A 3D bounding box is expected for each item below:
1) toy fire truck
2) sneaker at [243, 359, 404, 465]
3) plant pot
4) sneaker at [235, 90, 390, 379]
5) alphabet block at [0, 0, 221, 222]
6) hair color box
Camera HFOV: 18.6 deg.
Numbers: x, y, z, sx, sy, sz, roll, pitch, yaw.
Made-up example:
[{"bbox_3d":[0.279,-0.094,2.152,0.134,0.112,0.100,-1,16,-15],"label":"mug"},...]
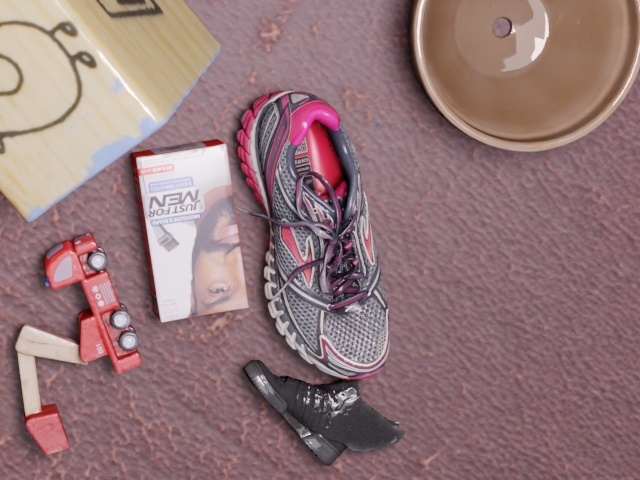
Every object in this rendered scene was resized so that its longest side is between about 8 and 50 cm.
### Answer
[{"bbox_3d":[-0.251,0.102,1.937,0.135,0.047,0.192,-22,101,-6],"label":"toy fire truck"},{"bbox_3d":[0.004,0.164,1.997,0.089,0.051,0.170,-41,108,-3],"label":"sneaker"},{"bbox_3d":[0.197,-0.211,1.950,0.237,0.110,0.237,-1,98,-10],"label":"plant pot"},{"bbox_3d":[0.000,0.000,1.928,0.121,0.112,0.299,-24,104,-23],"label":"sneaker"},{"bbox_3d":[-0.240,-0.172,1.797,0.192,0.193,0.197,-34,104,26],"label":"alphabet block"},{"bbox_3d":[-0.130,-0.010,1.942,0.093,0.053,0.167,-10,101,-11],"label":"hair color box"}]
